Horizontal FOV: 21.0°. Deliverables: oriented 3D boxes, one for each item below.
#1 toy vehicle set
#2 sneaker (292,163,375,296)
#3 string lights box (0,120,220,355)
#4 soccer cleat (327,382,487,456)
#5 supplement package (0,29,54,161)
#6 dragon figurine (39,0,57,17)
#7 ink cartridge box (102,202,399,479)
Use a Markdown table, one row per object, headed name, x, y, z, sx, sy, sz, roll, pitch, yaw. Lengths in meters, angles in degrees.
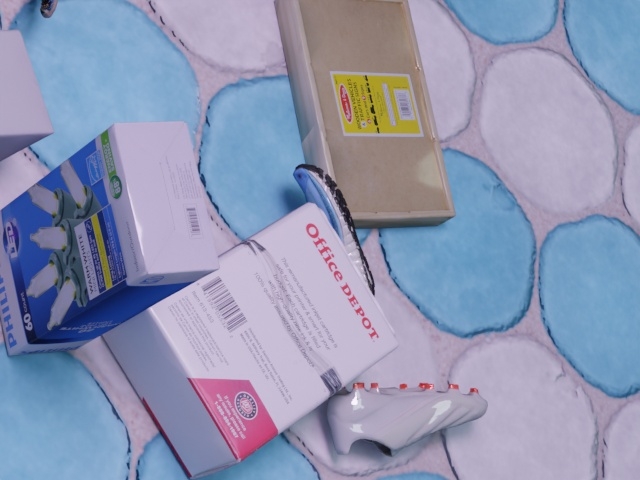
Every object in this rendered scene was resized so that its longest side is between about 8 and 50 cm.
| name | x | y | z | sx | sy | sz | roll | pitch | yaw |
| --- | --- | --- | --- | --- | --- | --- | --- | --- | --- |
| toy vehicle set | 0.049 | -0.144 | 1.897 | 0.166 | 0.035 | 0.266 | -1 | 73 | -36 |
| sneaker | 0.000 | 0.000 | 1.776 | 0.063 | 0.073 | 0.162 | -53 | 124 | -81 |
| string lights box | -0.198 | 0.003 | 1.512 | 0.077 | 0.260 | 0.133 | -4 | 74 | -38 |
| soccer cleat | 0.089 | 0.185 | 1.784 | 0.196 | 0.068 | 0.076 | 3 | 85 | -34 |
| supplement package | -0.343 | -0.120 | 1.525 | 0.179 | 0.105 | 0.105 | -8 | 76 | -56 |
| dragon figurine | -0.277 | -0.340 | 1.703 | 0.144 | 0.085 | 0.289 | 34 | 55 | -21 |
| ink cartridge box | -0.064 | 0.094 | 1.677 | 0.237 | 0.100 | 0.172 | -33 | 93 | -39 |
